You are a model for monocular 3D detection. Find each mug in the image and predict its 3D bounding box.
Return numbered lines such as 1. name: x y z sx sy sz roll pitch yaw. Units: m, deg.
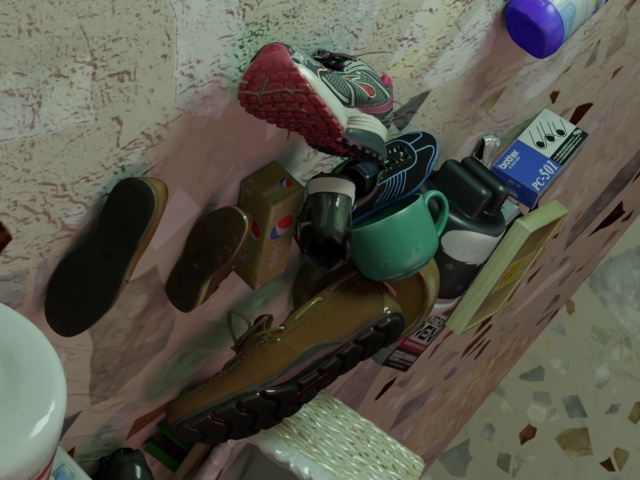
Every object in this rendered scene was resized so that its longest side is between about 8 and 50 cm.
1. mug: 0.119 -0.003 1.731 0.157 0.097 0.129 -22 -170 10

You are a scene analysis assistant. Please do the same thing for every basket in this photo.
1. basket: -0.038 0.452 2.022 0.328 0.331 0.266 -59 172 28

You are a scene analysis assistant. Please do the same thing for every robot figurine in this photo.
1. robot figurine: 0.189 -0.004 1.943 0.209 0.173 0.278 18 121 -21

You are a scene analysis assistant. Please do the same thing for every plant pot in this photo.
1. plant pot: 0.075 0.088 1.862 0.236 0.032 0.236 -5 127 -6

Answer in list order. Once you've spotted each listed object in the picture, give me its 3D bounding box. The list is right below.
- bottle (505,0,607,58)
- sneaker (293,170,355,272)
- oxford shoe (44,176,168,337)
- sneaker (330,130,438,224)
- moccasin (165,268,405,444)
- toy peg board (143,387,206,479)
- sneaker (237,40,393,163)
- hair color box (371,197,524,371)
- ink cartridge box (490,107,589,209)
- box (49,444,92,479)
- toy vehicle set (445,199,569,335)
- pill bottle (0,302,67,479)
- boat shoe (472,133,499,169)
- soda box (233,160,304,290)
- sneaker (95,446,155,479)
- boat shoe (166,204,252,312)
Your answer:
1. bottle: 0.396 -0.394 1.750 0.283 0.092 0.118 -43 158 -12
2. sneaker: 0.000 0.000 1.575 0.234 0.078 0.106 107 -13 -69
3. oxford shoe: -0.229 0.020 1.312 0.212 0.076 0.076 -52 172 16
4. sneaker: 0.086 -0.096 1.695 0.232 0.081 0.090 -37 164 -22
5. moccasin: -0.063 0.165 1.746 0.380 0.147 0.139 -35 147 -6
6. toy peg board: -0.193 0.287 1.872 0.161 0.079 0.160 -54 174 18
7. sneaker: 0.000 -0.175 1.377 0.299 0.121 0.112 23 79 -67
8. hair color box: 0.218 0.064 2.192 0.374 0.113 0.185 -50 160 4
9. ink cartridge box: 0.390 -0.148 2.123 0.207 0.097 0.046 -44 161 -37
10. box: -0.391 0.387 1.574 0.203 0.103 0.114 -38 147 -22
11. toy vehicle set: 0.349 0.051 2.216 0.166 0.035 0.267 -21 148 -52
12. pill bottle: -0.395 0.260 1.187 0.229 0.229 0.408 -28 151 -42
13. boat shoe: 0.279 -0.146 2.057 0.035 0.035 0.100 -6 147 -20
14. soda box: -0.074 -0.016 1.561 0.061 0.058 0.181 -34 155 -32
15. sneaker: -0.292 0.379 1.768 0.109 0.130 0.286 -5 163 -26
16. boat shoe: -0.135 0.017 1.504 0.060 0.064 0.178 -27 158 -53
